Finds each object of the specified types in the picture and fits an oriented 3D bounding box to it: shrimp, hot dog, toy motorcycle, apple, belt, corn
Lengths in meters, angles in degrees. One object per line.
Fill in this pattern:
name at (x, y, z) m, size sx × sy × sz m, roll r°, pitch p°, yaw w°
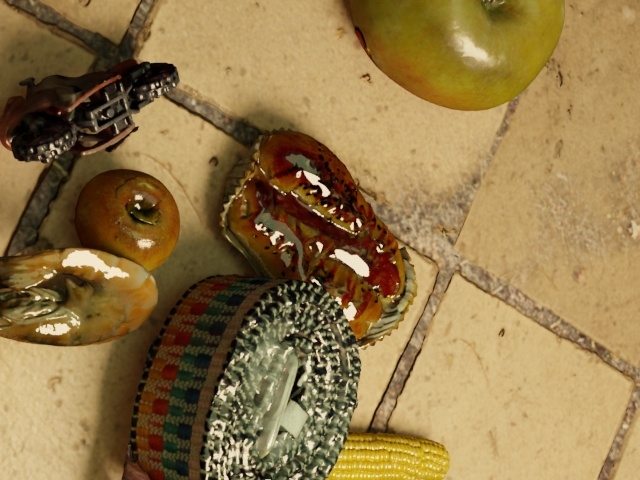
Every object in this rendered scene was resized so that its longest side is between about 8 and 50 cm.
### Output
shrimp at (-0.282, 0.056, 1.631) m, size 0.254 × 0.145 × 0.059 m, roll 10°, pitch 48°, yaw -26°
hot dog at (0.000, 0.000, 1.813) m, size 0.270 × 0.082 × 0.162 m, roll 48°, pitch 70°, yaw -19°
toy motorcycle at (-0.248, -0.138, 1.678) m, size 0.212 × 0.118 × 0.084 m, roll -35°, pitch 121°, yaw -37°
apple at (-0.205, -0.016, 1.695) m, size 0.114 × 0.102 × 0.099 m, roll 41°, pitch 56°, yaw -12°
belt at (-0.088, 0.180, 1.719) m, size 0.207 × 0.160 × 0.295 m, roll 22°, pitch 79°, yaw -43°
corn at (0.055, 0.250, 1.840) m, size 0.206 × 0.067 × 0.067 m, roll 6°, pitch 85°, yaw -30°
apple at (0.155, -0.277, 1.842) m, size 0.261 × 0.194 × 0.260 m, roll 1°, pitch 89°, yaw -27°
